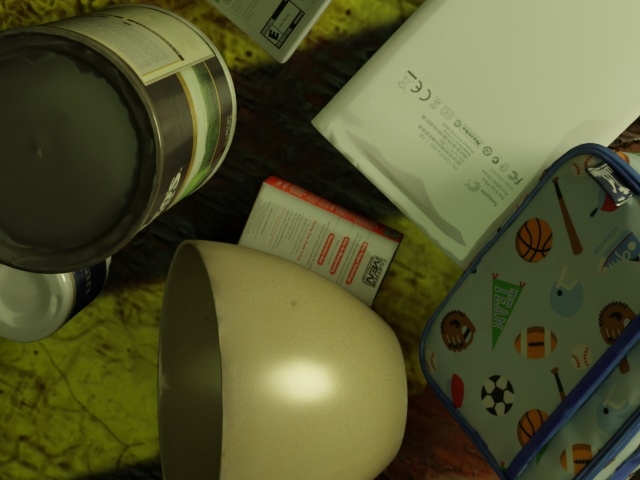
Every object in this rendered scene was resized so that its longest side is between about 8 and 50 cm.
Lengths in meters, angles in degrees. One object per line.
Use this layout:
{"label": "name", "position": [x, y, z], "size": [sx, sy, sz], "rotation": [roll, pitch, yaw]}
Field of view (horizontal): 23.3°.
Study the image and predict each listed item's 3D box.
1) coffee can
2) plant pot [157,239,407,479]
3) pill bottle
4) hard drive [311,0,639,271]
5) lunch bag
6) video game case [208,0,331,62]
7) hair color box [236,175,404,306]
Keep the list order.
{"label": "coffee can", "position": [-0.201, -0.101, 1.370], "size": [0.201, 0.275, 0.201], "rotation": [2, 103, 10]}
{"label": "plant pot", "position": [-0.031, 0.141, 1.421], "size": [0.191, 0.284, 0.284], "rotation": [0, 104, -17]}
{"label": "pill bottle", "position": [-0.254, 0.029, 1.464], "size": [0.094, 0.169, 0.094], "rotation": [2, 104, 9]}
{"label": "hard drive", "position": [0.175, -0.150, 1.414], "size": [0.210, 0.040, 0.318], "rotation": [44, 106, -2]}
{"label": "lunch bag", "position": [0.241, 0.077, 1.358], "size": [0.303, 0.115, 0.243], "rotation": [-54, 52, 25]}
{"label": "video game case", "position": [-0.056, -0.286, 1.383], "size": [0.193, 0.023, 0.212], "rotation": [40, 136, -1]}
{"label": "hair color box", "position": [0.000, 0.000, 1.478], "size": [0.141, 0.043, 0.072], "rotation": [25, 106, 5]}
